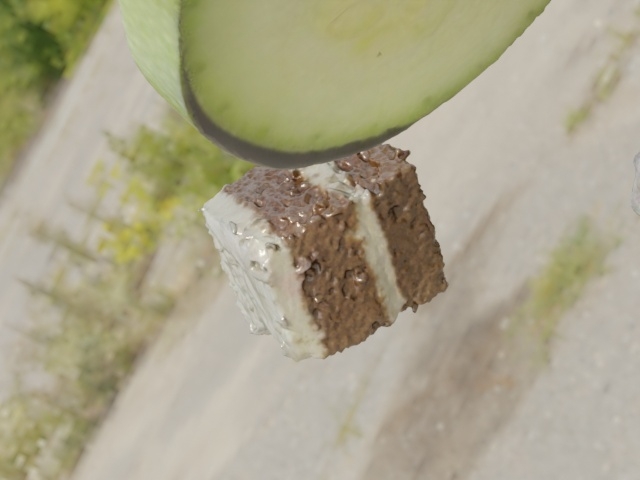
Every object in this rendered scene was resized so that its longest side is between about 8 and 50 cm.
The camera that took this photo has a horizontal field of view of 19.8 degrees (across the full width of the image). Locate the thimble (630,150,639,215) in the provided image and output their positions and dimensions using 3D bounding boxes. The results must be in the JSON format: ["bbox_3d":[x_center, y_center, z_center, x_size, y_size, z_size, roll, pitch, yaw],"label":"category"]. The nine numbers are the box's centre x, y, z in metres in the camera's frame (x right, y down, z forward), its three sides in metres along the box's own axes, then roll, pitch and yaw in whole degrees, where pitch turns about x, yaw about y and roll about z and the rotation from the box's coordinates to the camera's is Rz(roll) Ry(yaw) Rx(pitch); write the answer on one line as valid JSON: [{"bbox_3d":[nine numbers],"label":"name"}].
[{"bbox_3d":[0.341,-0.052,1.282,0.205,0.236,0.172,-162,85,-72],"label":"thimble"}]

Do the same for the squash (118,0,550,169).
[{"bbox_3d":[0.031,-0.139,0.713,0.252,0.049,0.252,-33,-31,-23],"label":"squash"}]

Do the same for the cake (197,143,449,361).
[{"bbox_3d":[0.000,0.000,1.411,0.147,0.135,0.135,-25,29,-16],"label":"cake"}]
